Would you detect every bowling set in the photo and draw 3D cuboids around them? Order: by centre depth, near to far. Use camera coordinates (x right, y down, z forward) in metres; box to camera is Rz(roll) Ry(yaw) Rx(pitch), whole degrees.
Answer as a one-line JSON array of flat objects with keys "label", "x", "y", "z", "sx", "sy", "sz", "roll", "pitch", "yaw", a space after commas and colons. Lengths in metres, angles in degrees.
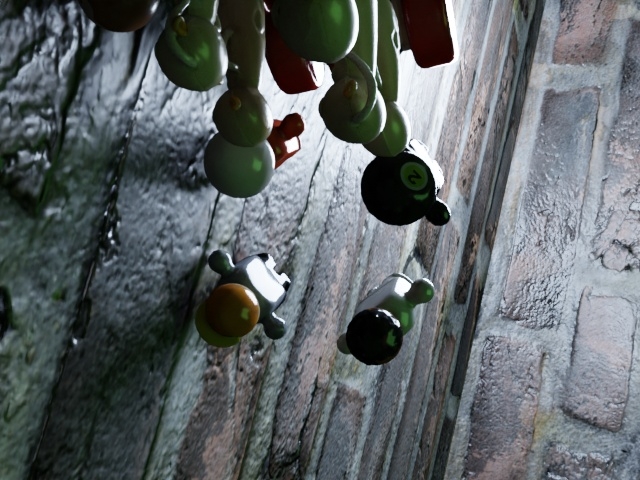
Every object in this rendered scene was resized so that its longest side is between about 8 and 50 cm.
[{"label": "bowling set", "x": -0.049, "y": -0.122, "z": 0.495, "sx": 0.287, "sy": 0.199, "sz": 0.154, "roll": 37, "pitch": 45, "yaw": -69}]

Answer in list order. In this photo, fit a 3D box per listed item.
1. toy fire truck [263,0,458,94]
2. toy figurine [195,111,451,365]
[{"label": "toy fire truck", "x": 0.014, "y": -0.287, "z": 0.688, "sx": 0.302, "sy": 0.169, "sz": 0.254, "roll": 47, "pitch": 38, "yaw": -64}, {"label": "toy figurine", "x": 0.000, "y": 0.000, "z": 0.681, "sx": 0.148, "sy": 0.213, "sz": 0.210, "roll": -48, "pitch": 148, "yaw": -71}]
